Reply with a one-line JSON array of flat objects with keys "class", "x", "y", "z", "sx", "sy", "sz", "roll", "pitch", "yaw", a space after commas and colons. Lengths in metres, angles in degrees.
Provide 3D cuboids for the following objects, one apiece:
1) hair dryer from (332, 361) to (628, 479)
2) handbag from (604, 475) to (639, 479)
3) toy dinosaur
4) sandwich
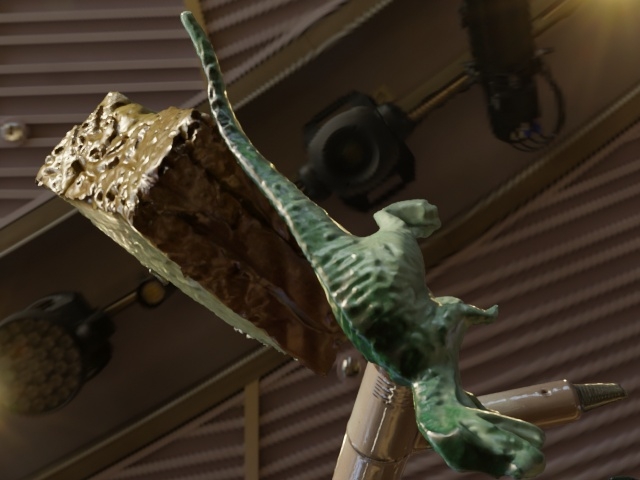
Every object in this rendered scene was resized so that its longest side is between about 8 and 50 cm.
[{"class": "hair dryer", "x": 0.123, "y": 0.150, "z": 0.977, "sx": 0.220, "sy": 0.054, "sz": 0.195, "roll": -2, "pitch": -47, "yaw": -20}, {"class": "handbag", "x": 0.286, "y": 0.380, "z": 1.040, "sx": 0.238, "sy": 0.089, "sz": 0.326, "roll": 23, "pitch": -113, "yaw": -2}, {"class": "toy dinosaur", "x": 0.032, "y": 0.003, "z": 0.767, "sx": 0.076, "sy": 0.129, "sz": 0.383, "roll": -55, "pitch": -128, "yaw": 20}, {"class": "sandwich", "x": -0.113, "y": -0.020, "z": 1.185, "sx": 0.262, "sy": 0.325, "sz": 0.131, "roll": 40, "pitch": -100, "yaw": -29}]
